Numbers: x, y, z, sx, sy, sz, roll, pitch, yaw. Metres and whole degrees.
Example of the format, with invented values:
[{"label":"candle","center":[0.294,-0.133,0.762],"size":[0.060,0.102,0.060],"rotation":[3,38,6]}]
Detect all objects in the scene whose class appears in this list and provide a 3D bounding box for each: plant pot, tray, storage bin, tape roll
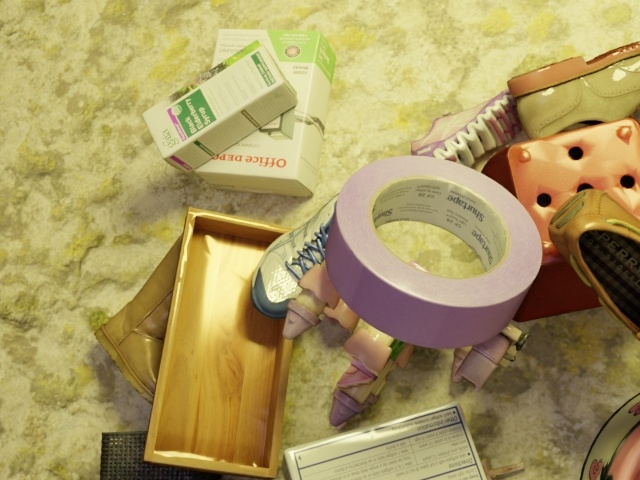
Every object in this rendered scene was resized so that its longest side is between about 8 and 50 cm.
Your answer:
[{"label":"plant pot","center":[0.387,-0.043,1.192],"size":[0.268,0.236,0.267],"rotation":[-13,75,12]},{"label":"tray","center":[-0.152,0.164,1.296],"size":[0.203,0.076,0.410],"rotation":[11,69,-12]},{"label":"storage bin","center":[-0.265,0.361,1.334],"size":[0.180,0.122,0.084],"rotation":[-5,77,14]},{"label":"tape roll","center":[0.147,0.008,1.059],"size":[0.275,0.090,0.274],"rotation":[7,45,-7]}]

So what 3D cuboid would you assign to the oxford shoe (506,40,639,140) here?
[{"label":"oxford shoe","center":[0.476,-0.243,1.276],"size":[0.349,0.123,0.130],"rotation":[-15,95,-1]}]

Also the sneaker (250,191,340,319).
[{"label":"sneaker","center":[0.000,0.000,1.287],"size":[0.112,0.131,0.296],"rotation":[42,68,-1]}]

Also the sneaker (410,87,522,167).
[{"label":"sneaker","center":[0.246,-0.188,1.344],"size":[0.236,0.095,0.104],"rotation":[-39,48,-1]}]

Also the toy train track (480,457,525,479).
[{"label":"toy train track","center":[0.279,0.363,1.249],"size":[0.083,0.014,0.048],"rotation":[-15,67,5]}]

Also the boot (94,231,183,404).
[{"label":"boot","center":[-0.244,0.137,1.398],"size":[0.269,0.089,0.236],"rotation":[-46,72,0]}]

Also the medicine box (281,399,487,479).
[{"label":"medicine box","center":[0.107,0.409,1.128],"size":[0.264,0.149,0.289],"rotation":[-13,69,-10]}]

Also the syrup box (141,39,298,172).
[{"label":"syrup box","center":[-0.167,-0.220,1.328],"size":[0.237,0.096,0.093],"rotation":[-30,72,7]}]

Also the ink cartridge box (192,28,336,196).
[{"label":"ink cartridge box","center":[-0.097,-0.228,1.423],"size":[0.199,0.115,0.272],"rotation":[6,80,17]}]

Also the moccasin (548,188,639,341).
[{"label":"moccasin","center":[0.451,0.086,0.998],"size":[0.139,0.147,0.380],"rotation":[-41,102,21]}]

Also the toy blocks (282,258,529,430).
[{"label":"toy blocks","center":[0.099,0.181,1.194],"size":[0.309,0.288,0.260],"rotation":[33,82,17]}]

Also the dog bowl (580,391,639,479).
[{"label":"dog bowl","center":[0.572,0.387,1.094],"size":[0.408,0.150,0.407],"rotation":[-3,78,14]}]
